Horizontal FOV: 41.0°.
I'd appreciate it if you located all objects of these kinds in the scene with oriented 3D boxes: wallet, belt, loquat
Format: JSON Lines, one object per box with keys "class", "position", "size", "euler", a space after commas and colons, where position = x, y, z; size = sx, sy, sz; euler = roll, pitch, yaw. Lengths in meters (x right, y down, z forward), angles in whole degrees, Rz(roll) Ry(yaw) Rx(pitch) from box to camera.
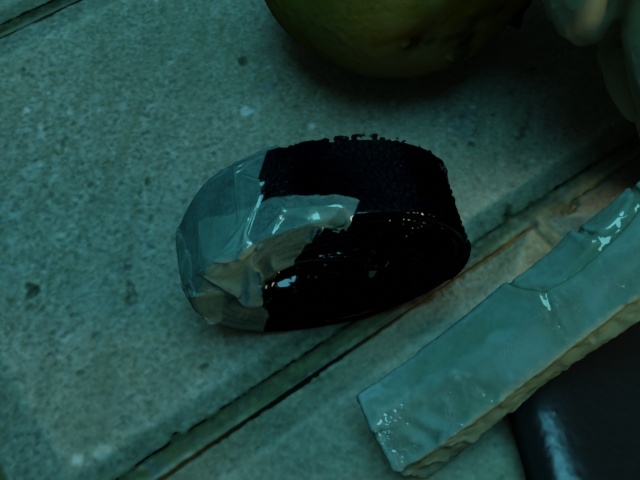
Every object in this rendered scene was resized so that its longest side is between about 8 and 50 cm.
{"class": "wallet", "position": [0.204, 0.153, 0.554], "size": [0.149, 0.044, 0.250], "euler": [-7, 58, -6]}
{"class": "belt", "position": [0.000, 0.000, 0.587], "size": [0.198, 0.151, 0.078], "euler": [-11, 60, -3]}
{"class": "loquat", "position": [0.057, -0.247, 0.690], "size": [0.244, 0.244, 0.244], "euler": [-1, 59, 1]}

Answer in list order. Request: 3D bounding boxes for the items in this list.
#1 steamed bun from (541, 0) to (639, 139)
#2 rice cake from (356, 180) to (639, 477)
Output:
{"class": "steamed bun", "position": [0.312, -0.232, 0.597], "size": [0.255, 0.342, 0.367], "euler": [-10, 64, 43]}
{"class": "rice cake", "position": [0.168, 0.029, 0.531], "size": [0.336, 0.063, 0.066], "euler": [-40, 61, 12]}
